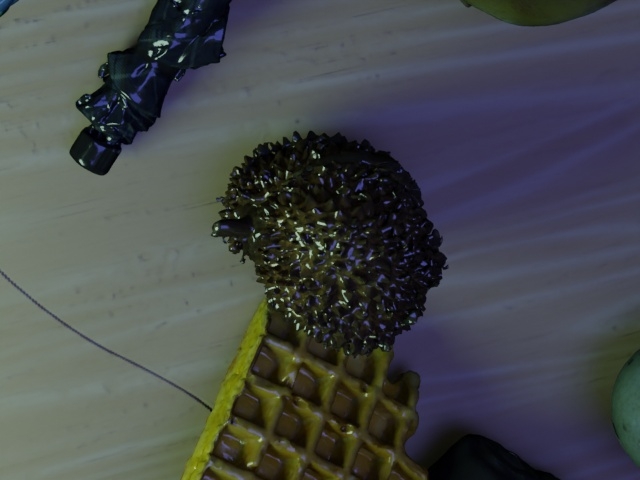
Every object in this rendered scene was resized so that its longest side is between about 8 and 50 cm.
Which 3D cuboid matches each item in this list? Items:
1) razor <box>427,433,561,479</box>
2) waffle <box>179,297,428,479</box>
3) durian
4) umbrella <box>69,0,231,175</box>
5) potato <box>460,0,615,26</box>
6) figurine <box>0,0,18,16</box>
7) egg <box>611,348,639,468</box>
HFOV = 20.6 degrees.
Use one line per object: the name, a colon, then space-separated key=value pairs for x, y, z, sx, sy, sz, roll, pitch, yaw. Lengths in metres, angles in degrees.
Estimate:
razor: x=0.111 y=0.344 z=1.616 sx=0.189 sy=0.107 sz=0.327 roll=33 pitch=92 yaw=-26
waffle: x=0.010 y=0.176 z=1.516 sx=0.219 sy=0.057 sz=0.229 roll=32 pitch=72 yaw=-20
durian: x=0.000 y=0.000 z=1.420 sx=0.196 sy=0.196 sz=0.167 roll=10 pitch=106 yaw=-22
umbrella: x=-0.123 y=-0.148 z=1.399 sx=0.224 sy=0.080 sz=0.071 roll=-56 pitch=150 yaw=8
potato: x=0.208 y=-0.321 z=1.364 sx=0.326 sy=0.221 sz=0.243 roll=-50 pitch=159 yaw=2
figurine: x=-0.279 y=-0.237 z=1.274 sx=0.114 sy=0.144 sz=0.178 roll=-26 pitch=102 yaw=-14
egg: x=0.375 y=0.162 z=1.617 sx=0.236 sy=0.169 sz=0.169 roll=18 pitch=100 yaw=-22
